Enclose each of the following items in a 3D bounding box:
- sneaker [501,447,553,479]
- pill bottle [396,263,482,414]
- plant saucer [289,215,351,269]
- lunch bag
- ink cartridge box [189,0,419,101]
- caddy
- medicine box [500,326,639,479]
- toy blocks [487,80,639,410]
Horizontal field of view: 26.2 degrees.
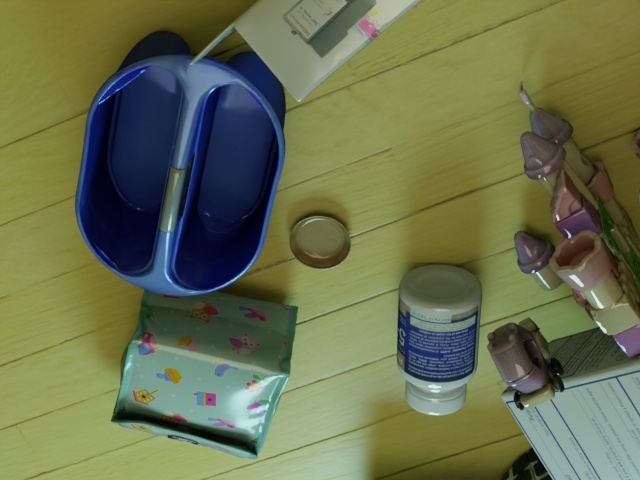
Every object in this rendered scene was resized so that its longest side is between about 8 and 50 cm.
[{"bbox_3d":[0.389,0.341,1.957,0.279,0.107,0.118,-24,121,18],"label":"sneaker"},{"bbox_3d":[0.158,0.137,1.849,0.112,0.112,0.186,2,120,4],"label":"pill bottle"},{"bbox_3d":[0.000,0.000,1.838,0.083,0.015,0.083,2,121,4],"label":"plant saucer"},{"bbox_3d":[-0.167,0.197,1.890,0.224,0.160,0.262,14,132,-7],"label":"lunch bag"},{"bbox_3d":[0.035,-0.284,1.549,0.353,0.207,0.119,-37,99,24],"label":"ink cartridge box"},{"bbox_3d":[-0.171,-0.091,1.700,0.241,0.179,0.341,12,123,-3],"label":"caddy"},{"bbox_3d":[0.423,0.238,1.725,0.289,0.149,0.263,-23,102,48],"label":"medicine box"},{"bbox_3d":[0.299,-0.020,1.649,0.309,0.288,0.260,-30,117,23],"label":"toy blocks"}]
